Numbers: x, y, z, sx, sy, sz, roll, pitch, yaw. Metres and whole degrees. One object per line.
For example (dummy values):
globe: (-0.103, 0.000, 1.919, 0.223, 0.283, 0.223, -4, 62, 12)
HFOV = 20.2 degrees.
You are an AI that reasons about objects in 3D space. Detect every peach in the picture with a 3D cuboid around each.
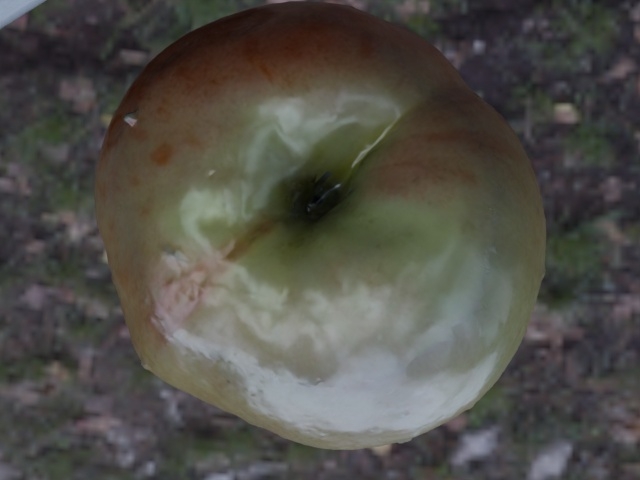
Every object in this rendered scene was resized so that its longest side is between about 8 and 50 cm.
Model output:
peach: (0.000, 0.000, 0.855, 0.232, 0.232, 0.232, 4, 156, 2)

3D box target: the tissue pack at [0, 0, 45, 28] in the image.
tissue pack: (-0.266, -0.246, 1.073, 0.356, 0.194, 0.266, -26, 148, 30)
